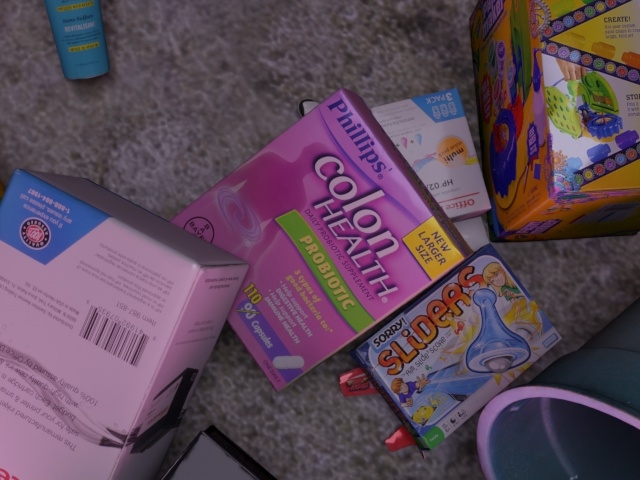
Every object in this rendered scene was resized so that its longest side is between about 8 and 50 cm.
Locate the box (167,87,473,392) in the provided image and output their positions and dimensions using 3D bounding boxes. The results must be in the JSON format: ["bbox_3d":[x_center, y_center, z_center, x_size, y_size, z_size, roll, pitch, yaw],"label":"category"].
[{"bbox_3d":[0.000,0.000,1.111,0.243,0.117,0.213,-36,84,11],"label":"box"}]

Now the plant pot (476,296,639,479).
[{"bbox_3d":[0.390,0.177,1.025,0.334,0.341,0.341,-38,85,-28],"label":"plant pot"}]

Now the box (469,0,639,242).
[{"bbox_3d":[0.278,-0.159,1.099,0.177,0.290,0.279,-3,81,-3],"label":"box"}]

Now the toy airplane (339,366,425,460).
[{"bbox_3d":[0.098,0.169,1.169,0.151,0.028,0.151,2,79,-11],"label":"toy airplane"}]

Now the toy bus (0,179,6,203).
[{"bbox_3d":[-0.382,-0.024,1.136,0.191,0.104,0.202,26,115,29],"label":"toy bus"}]

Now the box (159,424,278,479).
[{"bbox_3d":[-0.047,0.309,1.062,0.261,0.184,0.103,40,84,4],"label":"box"}]

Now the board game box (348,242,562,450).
[{"bbox_3d":[0.150,0.115,1.158,0.201,0.035,0.136,-37,89,-17],"label":"board game box"}]

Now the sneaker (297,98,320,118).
[{"bbox_3d":[0.006,-0.134,1.208,0.032,0.037,0.083,-42,84,-6],"label":"sneaker"}]

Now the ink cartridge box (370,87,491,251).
[{"bbox_3d":[0.126,-0.070,1.191,0.104,0.061,0.181,-15,83,-5],"label":"ink cartridge box"}]

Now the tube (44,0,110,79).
[{"bbox_3d":[-0.278,-0.284,1.157,0.080,0.052,0.207,-18,116,-21],"label":"tube"}]

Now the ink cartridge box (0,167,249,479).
[{"bbox_3d":[-0.242,0.114,1.047,0.223,0.129,0.307,26,97,17],"label":"ink cartridge box"}]
